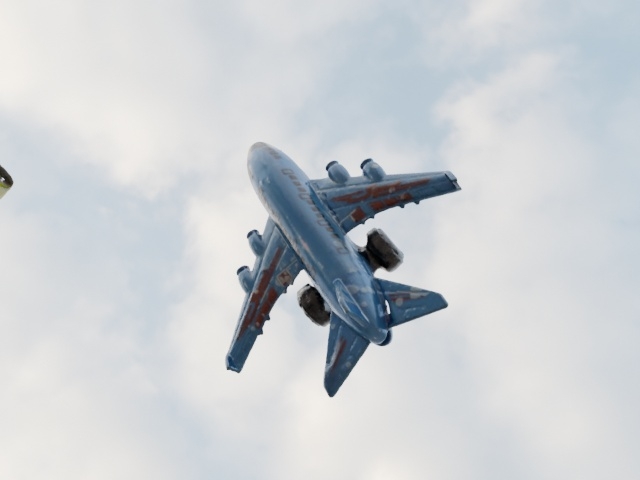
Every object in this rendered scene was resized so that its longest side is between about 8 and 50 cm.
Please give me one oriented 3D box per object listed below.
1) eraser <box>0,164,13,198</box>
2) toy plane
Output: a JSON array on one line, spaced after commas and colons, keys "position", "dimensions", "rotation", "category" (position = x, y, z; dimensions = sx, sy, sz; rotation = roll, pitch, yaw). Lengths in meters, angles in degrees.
[{"position": [-0.398, -0.012, 0.665], "dimensions": [0.226, 0.158, 0.069], "rotation": [-41, -98, 0], "category": "eraser"}, {"position": [0.000, 0.000, 0.692], "dimensions": [0.254, 0.271, 0.105], "rotation": [-40, -46, 10], "category": "toy plane"}]
